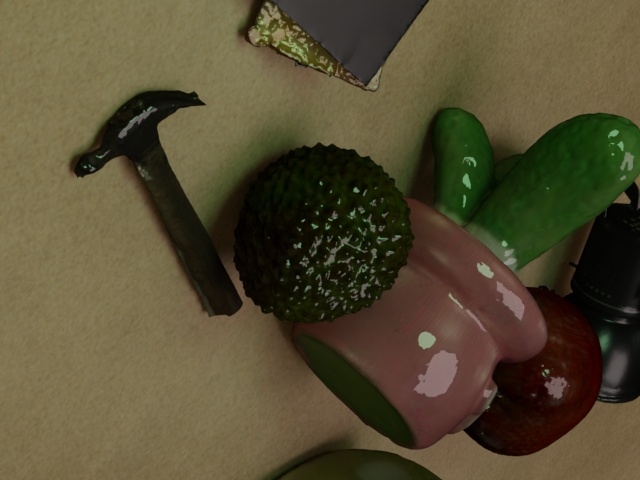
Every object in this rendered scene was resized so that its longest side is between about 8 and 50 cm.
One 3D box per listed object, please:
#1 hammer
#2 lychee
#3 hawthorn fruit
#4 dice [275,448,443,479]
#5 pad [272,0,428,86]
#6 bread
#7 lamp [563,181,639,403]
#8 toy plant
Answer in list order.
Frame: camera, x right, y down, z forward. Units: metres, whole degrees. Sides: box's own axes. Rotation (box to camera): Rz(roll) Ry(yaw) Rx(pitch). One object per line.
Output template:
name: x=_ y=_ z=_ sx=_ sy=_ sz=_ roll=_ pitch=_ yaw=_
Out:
hammer: x=-0.118 y=-0.017 z=1.650 sx=0.125 sy=0.027 sz=0.297 roll=-42 pitch=145 yaw=-15
lychee: x=0.000 y=0.000 z=1.693 sx=0.171 sy=0.171 sz=0.171 roll=-34 pitch=142 yaw=-32
hawthorn fruit: x=0.217 y=0.130 z=2.102 sx=0.202 sy=0.185 sz=0.185 roll=-18 pitch=132 yaw=-51
dice: x=0.040 y=0.371 z=2.008 sx=0.233 sy=0.238 sz=0.227 roll=-25 pitch=137 yaw=-42
pad: x=0.014 y=-0.255 z=1.567 sx=0.245 sy=0.006 sz=0.170 roll=38 pitch=86 yaw=-39
bread: x=0.004 y=-0.180 z=1.622 sx=0.109 sy=0.080 sz=0.084 roll=8 pitch=108 yaw=-59
lamp: x=0.340 y=0.054 z=2.208 sx=0.147 sy=0.172 sz=0.227 roll=-11 pitch=128 yaw=-48
toy plant: x=0.137 y=0.023 z=1.894 sx=0.356 sy=0.210 sz=0.317 roll=-54 pitch=-178 yaw=-13
